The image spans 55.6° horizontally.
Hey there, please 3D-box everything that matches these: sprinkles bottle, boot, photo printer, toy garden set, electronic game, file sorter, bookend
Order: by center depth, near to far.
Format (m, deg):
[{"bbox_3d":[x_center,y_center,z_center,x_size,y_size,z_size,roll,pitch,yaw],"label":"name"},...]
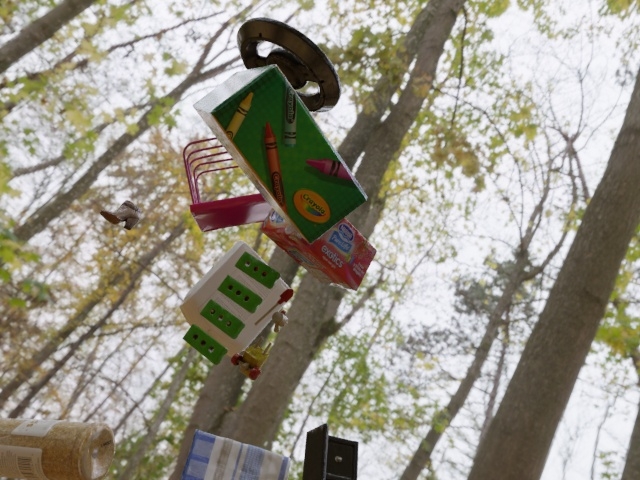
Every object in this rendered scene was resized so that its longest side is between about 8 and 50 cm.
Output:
[{"bbox_3d":[0.052,0.417,1.045,0.157,0.156,0.072,21,-37,-21],"label":"bookend"},{"bbox_3d":[-0.061,-0.326,1.148,0.229,0.048,0.229,29,-19,11],"label":"electronic game"},{"bbox_3d":[-0.598,0.419,1.222,0.355,0.121,0.121,-1,-45,15],"label":"sprinkles bottle"},{"bbox_3d":[-0.160,0.176,1.359,0.203,0.244,0.049,30,-11,29],"label":"toy garden set"},{"bbox_3d":[-0.243,-0.149,1.605,0.291,0.202,0.182,123,-44,-80],"label":"file sorter"},{"bbox_3d":[-0.599,-0.087,1.833,0.042,0.087,0.118,-24,-47,38],"label":"boot"},{"bbox_3d":[-0.269,0.192,1.910,0.256,0.307,0.107,46,-25,-11],"label":"photo printer"}]

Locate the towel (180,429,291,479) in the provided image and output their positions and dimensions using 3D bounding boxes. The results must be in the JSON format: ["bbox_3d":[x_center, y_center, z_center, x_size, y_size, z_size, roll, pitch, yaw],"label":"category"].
[{"bbox_3d":[-0.223,0.635,1.597,0.285,0.209,0.034,22,-38,-11],"label":"towel"}]

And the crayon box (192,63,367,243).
[{"bbox_3d":[-0.061,-0.112,0.714,0.165,0.081,0.278,53,-4,-21],"label":"crayon box"}]

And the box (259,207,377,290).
[{"bbox_3d":[0.000,0.000,1.425,0.128,0.123,0.257,9,-26,47],"label":"box"}]
